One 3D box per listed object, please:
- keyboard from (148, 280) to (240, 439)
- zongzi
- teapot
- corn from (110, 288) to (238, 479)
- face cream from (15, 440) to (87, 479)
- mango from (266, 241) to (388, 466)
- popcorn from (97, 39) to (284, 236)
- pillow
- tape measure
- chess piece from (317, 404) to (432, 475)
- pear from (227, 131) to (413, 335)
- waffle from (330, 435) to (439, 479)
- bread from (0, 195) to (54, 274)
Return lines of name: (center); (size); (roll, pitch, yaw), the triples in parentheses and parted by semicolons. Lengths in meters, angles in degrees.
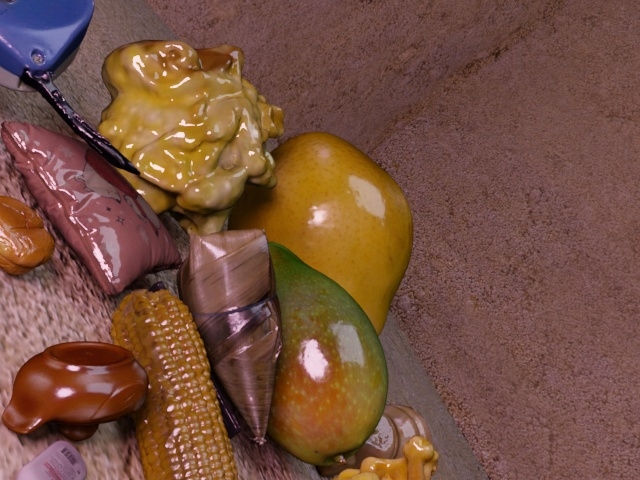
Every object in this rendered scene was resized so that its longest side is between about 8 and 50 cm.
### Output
keyboard: (-0.159, 0.147, 0.774); (0.013, 0.061, 0.204); (-3, 54, -56)
zongzi: (-0.108, 0.113, 0.818); (0.221, 0.112, 0.242); (157, -78, -73)
teapot: (-0.205, 0.133, 0.560); (0.098, 0.078, 0.129); (14, 4, 21)
corn: (-0.145, 0.171, 0.659); (0.097, 0.097, 0.320); (44, 15, -50)
face cream: (-0.207, 0.181, 0.498); (0.040, 0.021, 0.083); (54, 8, 0)
mango: (-0.035, 0.139, 0.952); (0.382, 0.201, 0.225); (-119, -157, -46)
popcorn: (-0.197, -0.154, 1.028); (0.312, 0.312, 0.312); (52, 8, -11)
pillow: (-0.273, -0.041, 0.811); (0.236, 0.084, 0.223); (53, 5, 2)
tape measure: (-0.324, -0.244, 0.789); (0.351, 0.098, 0.215); (34, 45, -16)
chess piece: (0.064, 0.334, 1.136); (0.301, 0.137, 0.137); (24, 28, -48)
pear: (0.000, 0.000, 1.259); (0.362, 0.362, 0.418); (40, 42, -59)
waffle: (0.097, 0.362, 0.604); (0.324, 0.261, 0.151); (44, 24, 16)
bread: (-0.300, -0.004, 0.648); (0.083, 0.046, 0.081); (59, 12, 26)
